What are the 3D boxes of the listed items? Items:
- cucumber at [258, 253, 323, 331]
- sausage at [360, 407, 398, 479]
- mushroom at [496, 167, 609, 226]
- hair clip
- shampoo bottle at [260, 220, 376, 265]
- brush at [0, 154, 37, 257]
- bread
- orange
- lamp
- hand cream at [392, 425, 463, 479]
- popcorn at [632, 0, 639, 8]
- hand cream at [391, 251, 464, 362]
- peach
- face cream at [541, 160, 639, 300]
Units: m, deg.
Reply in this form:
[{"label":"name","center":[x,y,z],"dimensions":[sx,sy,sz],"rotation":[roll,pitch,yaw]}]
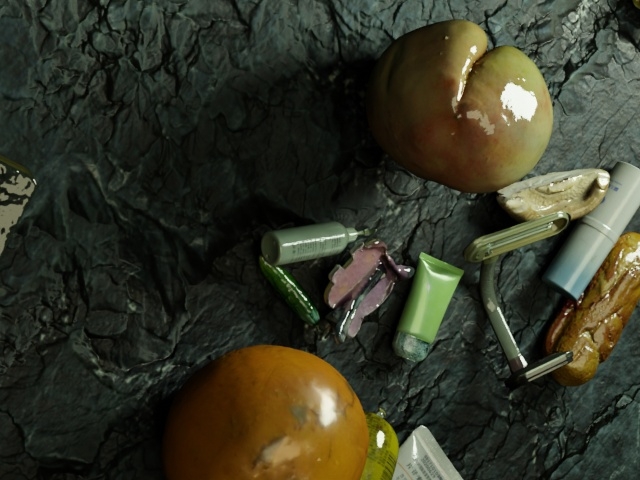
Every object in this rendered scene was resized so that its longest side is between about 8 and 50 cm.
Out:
[{"label":"cucumber","center":[-0.047,0.080,1.862],"dimensions":[0.039,0.039,0.168],"rotation":[-44,112,-11]},{"label":"sausage","center":[0.035,0.418,1.883],"dimensions":[0.123,0.123,0.347],"rotation":[41,56,-26]},{"label":"mushroom","center":[0.394,-0.069,2.017],"dimensions":[0.210,0.072,0.094],"rotation":[-16,105,-15]},{"label":"hair clip","center":[0.061,0.082,1.891],"dimensions":[0.187,0.056,0.146],"rotation":[-55,138,-16]},{"label":"shampoo bottle","center":[0.000,0.000,1.852],"dimensions":[0.195,0.056,0.056],"rotation":[-9,105,-37]},{"label":"brush","center":[-0.483,-0.029,1.623],"dimensions":[0.123,0.059,0.197],"rotation":[26,89,-29]},{"label":"bread","center":[0.513,0.106,2.104],"dimensions":[0.124,0.084,0.344],"rotation":[36,84,-27]},{"label":"orange","center":[-0.082,0.301,1.751],"dimensions":[0.312,0.312,0.312],"rotation":[-5,103,-24]},{"label":"lamp","center":[0.364,0.098,1.994],"dimensions":[0.203,0.124,0.283],"rotation":[-22,96,-7]},{"label":"hand cream","center":[0.095,0.451,1.981],"dimensions":[0.314,0.089,0.139],"rotation":[-32,92,-16]},{"label":"popcorn","center":[0.624,-0.422,2.020],"dimensions":[0.162,0.141,0.135],"rotation":[-26,151,3]},{"label":"hand cream","center":[0.173,0.116,1.971],"dimensions":[0.095,0.046,0.175],"rotation":[23,84,-26]},{"label":"peach","center":[0.206,-0.196,1.776],"dimensions":[0.292,0.292,0.247],"rotation":[21,118,-27]},{"label":"face cream","center":[0.485,-0.016,2.067],"dimensions":[0.077,0.077,0.250],"rotation":[35,85,-27]}]
